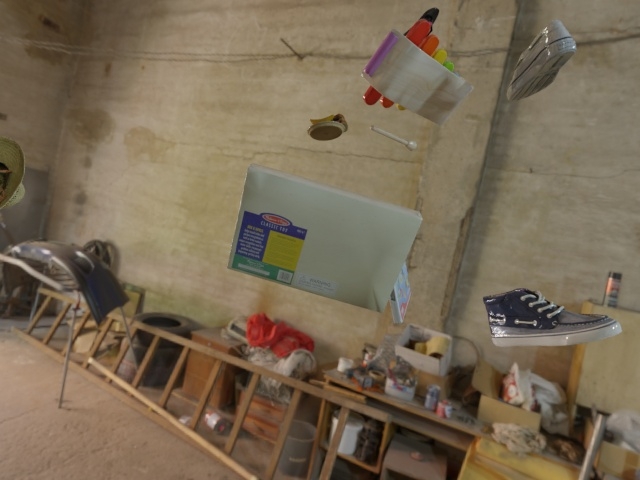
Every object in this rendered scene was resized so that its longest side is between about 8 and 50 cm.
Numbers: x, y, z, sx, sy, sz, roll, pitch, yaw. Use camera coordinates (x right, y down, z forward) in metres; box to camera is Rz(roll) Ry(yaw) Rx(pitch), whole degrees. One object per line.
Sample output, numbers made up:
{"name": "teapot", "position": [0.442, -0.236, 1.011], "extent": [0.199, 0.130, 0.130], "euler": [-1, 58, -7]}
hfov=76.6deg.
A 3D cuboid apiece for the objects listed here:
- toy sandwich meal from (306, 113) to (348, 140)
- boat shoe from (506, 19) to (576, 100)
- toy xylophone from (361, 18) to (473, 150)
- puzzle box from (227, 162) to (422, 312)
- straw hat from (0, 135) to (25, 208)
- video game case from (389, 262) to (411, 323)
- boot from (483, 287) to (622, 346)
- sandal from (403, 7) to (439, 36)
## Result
{"name": "toy sandwich meal", "position": [0.014, -0.233, 0.829], "extent": [0.086, 0.029, 0.085], "euler": [-4, -12, -1]}
{"name": "boat shoe", "position": [0.461, -0.376, 0.859], "extent": [0.083, 0.075, 0.226], "euler": [-11, -6, -2]}
{"name": "toy xylophone", "position": [0.223, -0.345, 0.957], "extent": [0.323, 0.236, 0.081], "euler": [14, 37, -49]}
{"name": "puzzle box", "position": [0.000, 0.000, 0.967], "extent": [0.409, 0.272, 0.052], "euler": [17, 26, -3]}
{"name": "straw hat", "position": [-0.506, -0.086, 0.637], "extent": [0.145, 0.144, 0.061], "euler": [12, -18, 11]}
{"name": "video game case", "position": [0.224, 0.074, 1.215], "extent": [0.025, 0.285, 0.204], "euler": [-7, 18, 23]}
{"name": "boot", "position": [0.342, 0.114, 0.626], "extent": [0.069, 0.086, 0.190], "euler": [-8, -10, -40]}
{"name": "sandal", "position": [0.296, -0.616, 1.200], "extent": [0.040, 0.179, 0.067], "euler": [39, -12, 24]}
